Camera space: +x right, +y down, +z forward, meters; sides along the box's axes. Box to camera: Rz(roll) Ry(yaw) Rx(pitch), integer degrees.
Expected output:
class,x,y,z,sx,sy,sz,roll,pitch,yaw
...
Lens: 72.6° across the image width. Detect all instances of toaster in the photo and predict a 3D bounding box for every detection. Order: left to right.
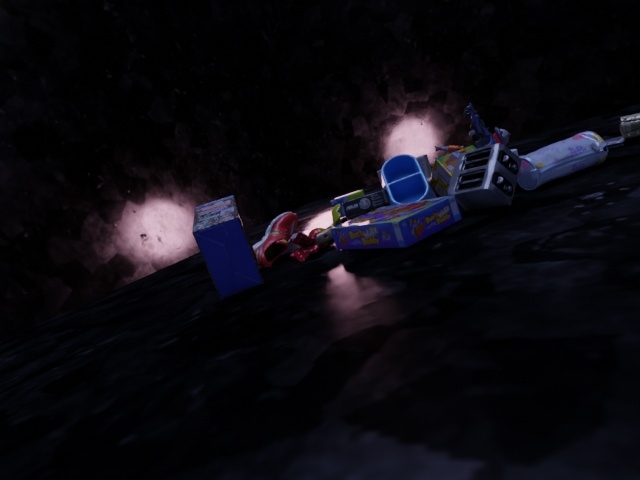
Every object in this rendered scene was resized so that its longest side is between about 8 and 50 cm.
class,x,y,z,sx,sy,sz,roll,pitch,yaw
toaster,0.489,-0.186,1.316,0.186,0.110,0.168,-6,56,55

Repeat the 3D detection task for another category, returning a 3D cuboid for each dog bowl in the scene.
class,x,y,z,sx,sy,sz,roll,pitch,yaw
dog bowl,0.309,-0.201,1.572,0.166,0.074,0.297,-20,47,11

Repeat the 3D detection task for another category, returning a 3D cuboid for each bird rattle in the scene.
class,x,y,z,sx,sy,sz,roll,pitch,yaw
bird rattle,0.000,0.000,1.550,0.253,0.143,0.207,-35,1,-16

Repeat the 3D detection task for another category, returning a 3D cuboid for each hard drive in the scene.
class,x,y,z,sx,sy,sz,roll,pitch,yaw
hard drive,-0.119,0.010,1.837,0.353,0.047,0.233,-15,10,24

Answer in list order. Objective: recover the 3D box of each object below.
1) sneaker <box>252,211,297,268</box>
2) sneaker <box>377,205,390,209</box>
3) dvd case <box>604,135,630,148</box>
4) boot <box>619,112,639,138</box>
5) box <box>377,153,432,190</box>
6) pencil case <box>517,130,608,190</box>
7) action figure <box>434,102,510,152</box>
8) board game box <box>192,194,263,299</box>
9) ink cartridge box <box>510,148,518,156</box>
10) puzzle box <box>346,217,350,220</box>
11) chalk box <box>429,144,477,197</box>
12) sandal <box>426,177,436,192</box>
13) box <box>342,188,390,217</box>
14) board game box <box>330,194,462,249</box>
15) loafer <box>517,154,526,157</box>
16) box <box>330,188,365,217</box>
class,x,y,z,sx,sy,sz,roll,pitch,yaw
sneaker,-0.154,0.005,1.649,0.118,0.107,0.279,3,49,43
sneaker,0.297,-0.104,1.662,0.188,0.066,0.071,-14,-11,25
dvd case,1.081,-0.369,1.712,0.164,0.018,0.221,-26,11,-39
boot,1.164,-0.415,1.507,0.203,0.095,0.262,-8,9,27
box,0.494,-0.373,2.517,0.290,0.169,0.087,-13,10,29
pencil case,0.746,-0.247,1.359,0.273,0.113,0.124,-20,28,-8
action figure,0.713,-0.455,2.045,0.330,0.341,0.178,-20,1,18
board game box,-0.300,0.011,1.405,0.141,0.232,0.291,-20,22,-7
ink cartridge box,0.774,-0.327,1.875,0.143,0.090,0.092,-18,8,16
puzzle box,0.350,-0.194,2.089,0.409,0.052,0.272,-25,10,-34
chalk box,0.523,-0.240,1.558,0.213,0.132,0.132,-23,54,-13
sandal,0.492,-0.195,1.674,0.265,0.076,0.102,-10,-32,-8
box,0.244,-0.144,1.757,0.270,0.060,0.216,-17,-11,15
board game box,0.224,-0.050,1.360,0.233,0.078,0.347,-24,10,-30
loafer,0.609,-0.197,1.475,0.303,0.109,0.095,-21,51,-14
box,0.155,-0.191,2.296,0.178,0.109,0.042,-17,13,15
